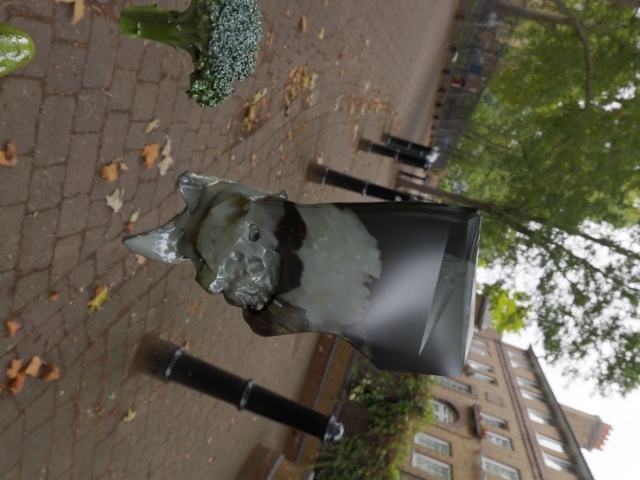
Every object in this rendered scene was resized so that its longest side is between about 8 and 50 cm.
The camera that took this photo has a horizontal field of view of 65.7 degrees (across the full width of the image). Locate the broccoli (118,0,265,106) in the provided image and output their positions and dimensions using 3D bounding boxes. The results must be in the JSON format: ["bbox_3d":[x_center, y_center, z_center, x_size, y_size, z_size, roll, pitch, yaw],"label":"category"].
[{"bbox_3d":[-0.347,-0.632,1.382,0.353,0.397,0.275,-46,161,-10],"label":"broccoli"}]

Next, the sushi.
[{"bbox_3d":[-0.013,0.016,0.416,0.109,0.272,0.134,-69,166,-77],"label":"sushi"}]

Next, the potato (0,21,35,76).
[{"bbox_3d":[-0.973,-0.570,1.475,0.149,0.186,0.253,60,23,-28],"label":"potato"}]
